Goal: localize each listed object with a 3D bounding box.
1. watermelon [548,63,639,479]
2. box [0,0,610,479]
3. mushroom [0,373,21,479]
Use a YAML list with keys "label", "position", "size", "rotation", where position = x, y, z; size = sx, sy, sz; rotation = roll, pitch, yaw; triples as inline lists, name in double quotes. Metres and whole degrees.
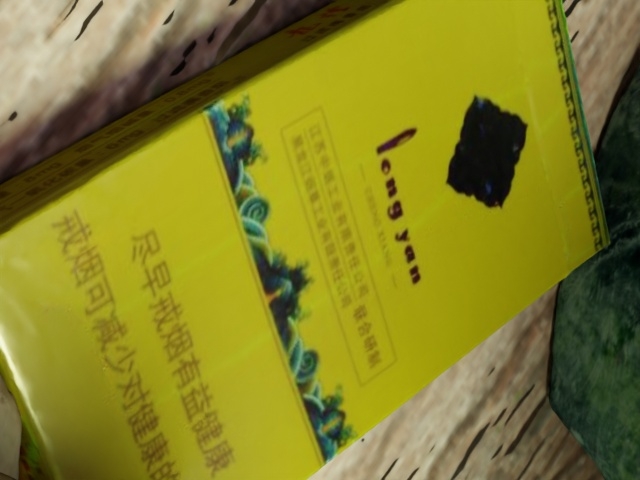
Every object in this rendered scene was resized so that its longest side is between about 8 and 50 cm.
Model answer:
- label: "watermelon"
  position: [0.270, 0.014, 0.669]
  size: [0.258, 0.228, 0.387]
  rotation: [30, 73, -44]
- label: "box"
  position: [-0.001, 0.001, 0.538]
  size: [0.279, 0.041, 0.153]
  rotation: [-34, 120, -31]
- label: "mushroom"
  position: [-0.128, 0.110, 0.382]
  size: [0.204, 0.204, 0.204]
  rotation: [-11, 108, -39]
